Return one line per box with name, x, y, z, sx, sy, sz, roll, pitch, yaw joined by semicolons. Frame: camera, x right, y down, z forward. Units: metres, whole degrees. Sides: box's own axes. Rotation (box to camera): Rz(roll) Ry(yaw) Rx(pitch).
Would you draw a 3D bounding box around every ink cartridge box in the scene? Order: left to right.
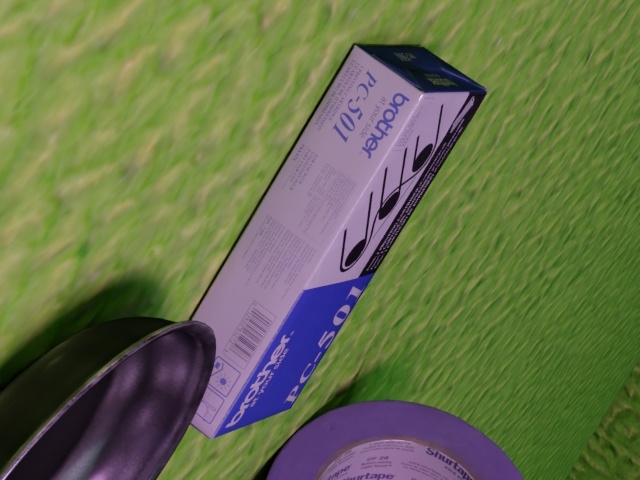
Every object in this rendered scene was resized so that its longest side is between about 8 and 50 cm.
ink cartridge box;0.000;0.000;0.928;0.207;0.046;0.097;-58;163;17

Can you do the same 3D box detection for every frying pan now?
frying pan;-0.111;0.124;0.867;0.197;0.053;0.326;-52;166;-7

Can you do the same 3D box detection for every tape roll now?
tape roll;0.048;0.207;1.237;0.189;0.189;0.080;-42;161;-35
